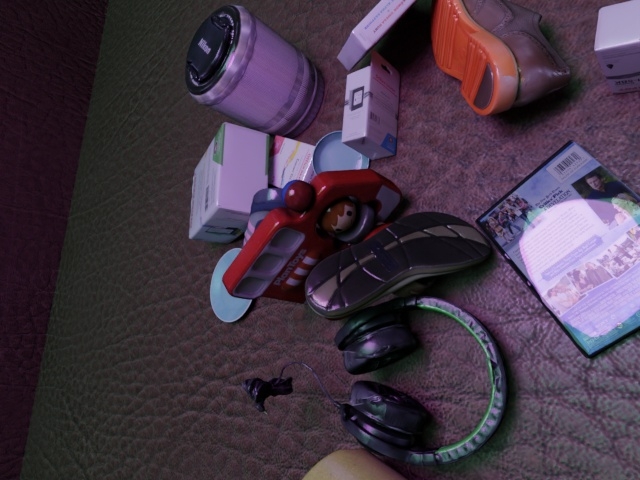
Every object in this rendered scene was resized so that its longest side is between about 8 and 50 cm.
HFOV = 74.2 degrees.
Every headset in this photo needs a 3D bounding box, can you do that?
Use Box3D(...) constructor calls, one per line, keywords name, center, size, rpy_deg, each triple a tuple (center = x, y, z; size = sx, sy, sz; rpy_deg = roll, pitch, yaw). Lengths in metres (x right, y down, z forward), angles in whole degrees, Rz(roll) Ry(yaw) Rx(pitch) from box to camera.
Box3D(name="headset", center=(0.079, 0.218, 0.666), size=(0.393, 0.185, 0.244), rpy_deg=(-14, 68, 27))

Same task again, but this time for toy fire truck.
Box3D(name="toy fire truck", center=(0.000, 0.000, 0.750), size=(0.302, 0.253, 0.169), rpy_deg=(-51, 50, 20))

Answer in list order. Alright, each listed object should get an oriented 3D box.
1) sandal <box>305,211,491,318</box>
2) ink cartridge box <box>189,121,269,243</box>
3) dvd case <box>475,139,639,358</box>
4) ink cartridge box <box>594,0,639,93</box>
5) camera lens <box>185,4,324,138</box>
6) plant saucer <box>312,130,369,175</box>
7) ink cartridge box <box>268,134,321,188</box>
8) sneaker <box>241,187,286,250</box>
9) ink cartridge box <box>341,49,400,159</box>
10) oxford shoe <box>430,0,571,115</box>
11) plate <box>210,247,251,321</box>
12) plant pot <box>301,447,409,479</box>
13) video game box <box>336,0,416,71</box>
Box3D(name="sandal", center=(0.119, 0.041, 0.669), size=(0.302, 0.086, 0.120), rpy_deg=(-20, 51, -7))
Box3D(name="ink cartridge box", center=(-0.230, -0.124, 1.036), size=(0.278, 0.117, 0.202), rpy_deg=(-27, 59, 57))
Box3D(name="dvd case", center=(0.357, 0.005, 0.583), size=(0.180, 0.022, 0.253), rpy_deg=(-45, 52, 25))
Box3D(name="ink cartridge box", center=(0.411, -0.239, 0.524), size=(0.099, 0.135, 0.056), rpy_deg=(7, 86, 44))
Box3D(name="camera lens", center=(-0.153, -0.379, 0.982), size=(0.219, 0.274, 0.220), rpy_deg=(-13, 70, 40))
Box3D(name="plant saucer", center=(0.042, -0.168, 0.886), size=(0.119, 0.021, 0.120), rpy_deg=(0, 92, 6))
Box3D(name="ink cartridge box", center=(-0.044, -0.161, 0.964), size=(0.198, 0.067, 0.115), rpy_deg=(26, 96, 43))
Box3D(name="sneaker", center=(-0.102, 0.002, 0.875), size=(0.319, 0.112, 0.131), rpy_deg=(125, 150, -66))
Box3D(name="ink cartridge box", center=(0.102, -0.264, 0.835), size=(0.060, 0.104, 0.180), rpy_deg=(-5, 74, 43))
Box3D(name="oxford shoe", center=(0.278, -0.341, 0.709), size=(0.132, 0.130, 0.364), rpy_deg=(-10, 55, -1))
Box3D(name="plate", center=(-0.218, 0.113, 1.077), size=(0.188, 0.024, 0.188), rpy_deg=(-14, 68, 40))
Box3D(name="plant pot", center=(0.086, 0.435, 0.571), size=(0.253, 0.276, 0.276), rpy_deg=(23, 94, 55))
Box3D(name="video game box", center=(0.121, -0.417, 0.794), size=(0.187, 0.048, 0.205), rpy_deg=(-43, 12, 4))
